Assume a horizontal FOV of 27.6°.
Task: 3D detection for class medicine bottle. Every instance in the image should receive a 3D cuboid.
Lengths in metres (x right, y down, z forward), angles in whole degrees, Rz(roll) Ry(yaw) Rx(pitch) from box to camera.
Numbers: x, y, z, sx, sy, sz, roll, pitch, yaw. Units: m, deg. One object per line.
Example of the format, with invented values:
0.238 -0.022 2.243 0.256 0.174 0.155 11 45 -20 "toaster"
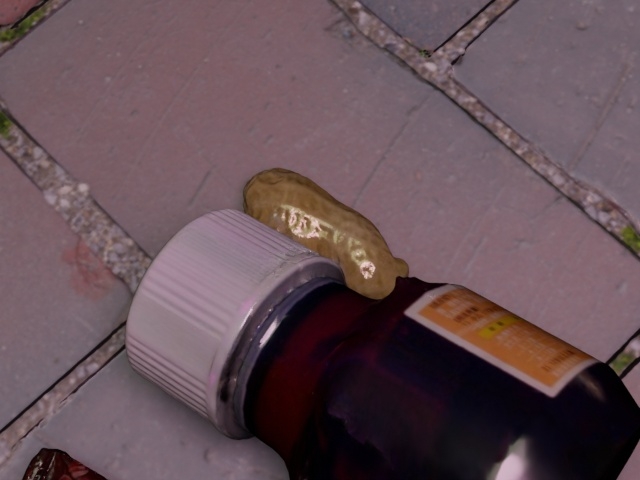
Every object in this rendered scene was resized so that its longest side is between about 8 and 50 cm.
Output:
0.037 0.119 1.025 0.395 0.242 0.242 34 73 24 "medicine bottle"

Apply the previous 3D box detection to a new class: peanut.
0.000 0.000 1.169 0.174 0.080 0.080 34 73 16 "peanut"

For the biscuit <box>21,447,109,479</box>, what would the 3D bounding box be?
-0.161 0.268 1.073 0.235 0.063 0.151 17 80 8 "biscuit"
